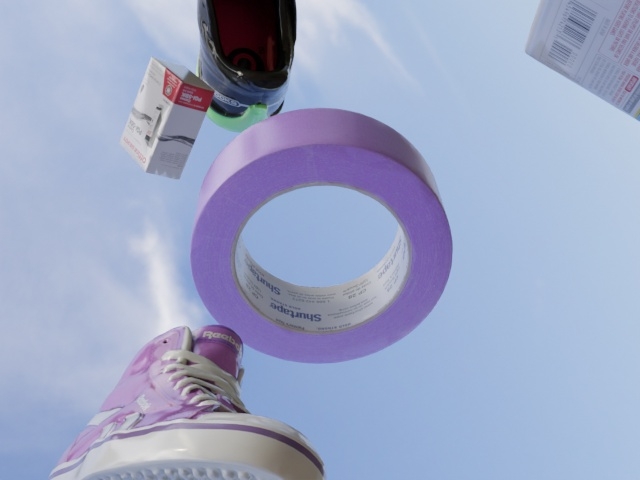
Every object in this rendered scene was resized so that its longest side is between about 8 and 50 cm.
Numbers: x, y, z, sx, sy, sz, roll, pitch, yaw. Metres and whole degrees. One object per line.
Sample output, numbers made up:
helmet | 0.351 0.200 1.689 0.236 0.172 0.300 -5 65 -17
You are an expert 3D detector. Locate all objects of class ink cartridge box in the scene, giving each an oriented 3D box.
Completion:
ink cartridge box | -0.210 -0.165 1.190 0.056 0.135 0.099 9 -157 -42

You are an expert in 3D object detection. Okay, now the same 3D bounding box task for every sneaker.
sneaker | -0.112 -0.406 1.286 0.185 0.202 0.483 -10 -96 -23
sneaker | -0.079 0.106 0.552 0.102 0.282 0.161 43 -126 -21

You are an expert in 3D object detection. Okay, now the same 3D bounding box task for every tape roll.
tape roll | 0.000 0.000 0.949 0.275 0.275 0.090 38 -157 -23

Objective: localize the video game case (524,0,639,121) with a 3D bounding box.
video game case | 0.210 -0.101 0.431 0.206 0.026 0.227 35 169 12
